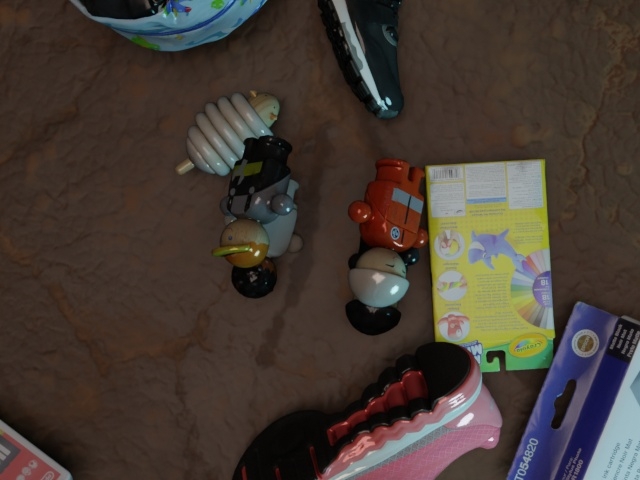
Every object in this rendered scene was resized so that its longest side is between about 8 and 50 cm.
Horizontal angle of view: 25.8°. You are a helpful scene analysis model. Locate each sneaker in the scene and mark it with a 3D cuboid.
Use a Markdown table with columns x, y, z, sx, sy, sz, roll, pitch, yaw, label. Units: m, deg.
| x | y | z | sx | sy | sz | roll | pitch | yaw | label |
| --- | --- | --- | --- | --- | --- | --- | --- | --- | --- |
| 0.056 | -0.273 | 1.465 | 0.124 | 0.107 | 0.283 | -20 | 90 | -4 | sneaker |
| 0.051 | 0.235 | 1.464 | 0.314 | 0.116 | 0.136 | -29 | 123 | 15 | sneaker |

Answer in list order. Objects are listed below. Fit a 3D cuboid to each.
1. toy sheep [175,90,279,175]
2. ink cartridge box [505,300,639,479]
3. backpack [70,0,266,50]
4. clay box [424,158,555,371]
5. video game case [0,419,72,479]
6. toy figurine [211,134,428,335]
| x | y | z | sx | sy | sz | roll | pitch | yaw | label |
| --- | --- | --- | --- | --- | --- | --- | --- | --- | --- |
| -0.098 | -0.110 | 1.477 | 0.132 | 0.091 | 0.091 | -41 | 89 | 2 | toy sheep |
| 0.334 | 0.203 | 1.461 | 0.224 | 0.045 | 0.223 | 21 | 91 | -10 | ink cartridge box |
| -0.168 | -0.373 | 1.409 | 0.290 | 0.273 | 0.355 | -18 | 68 | 9 | backpack |
| 0.179 | 0.027 | 1.485 | 0.128 | 0.053 | 0.222 | -3 | 92 | 2 | clay box |
| -0.432 | 0.242 | 1.456 | 0.285 | 0.025 | 0.204 | 34 | 66 | 14 | video game case |
| 0.000 | 0.000 | 1.412 | 0.210 | 0.213 | 0.148 | 11 | 77 | 1 | toy figurine |
